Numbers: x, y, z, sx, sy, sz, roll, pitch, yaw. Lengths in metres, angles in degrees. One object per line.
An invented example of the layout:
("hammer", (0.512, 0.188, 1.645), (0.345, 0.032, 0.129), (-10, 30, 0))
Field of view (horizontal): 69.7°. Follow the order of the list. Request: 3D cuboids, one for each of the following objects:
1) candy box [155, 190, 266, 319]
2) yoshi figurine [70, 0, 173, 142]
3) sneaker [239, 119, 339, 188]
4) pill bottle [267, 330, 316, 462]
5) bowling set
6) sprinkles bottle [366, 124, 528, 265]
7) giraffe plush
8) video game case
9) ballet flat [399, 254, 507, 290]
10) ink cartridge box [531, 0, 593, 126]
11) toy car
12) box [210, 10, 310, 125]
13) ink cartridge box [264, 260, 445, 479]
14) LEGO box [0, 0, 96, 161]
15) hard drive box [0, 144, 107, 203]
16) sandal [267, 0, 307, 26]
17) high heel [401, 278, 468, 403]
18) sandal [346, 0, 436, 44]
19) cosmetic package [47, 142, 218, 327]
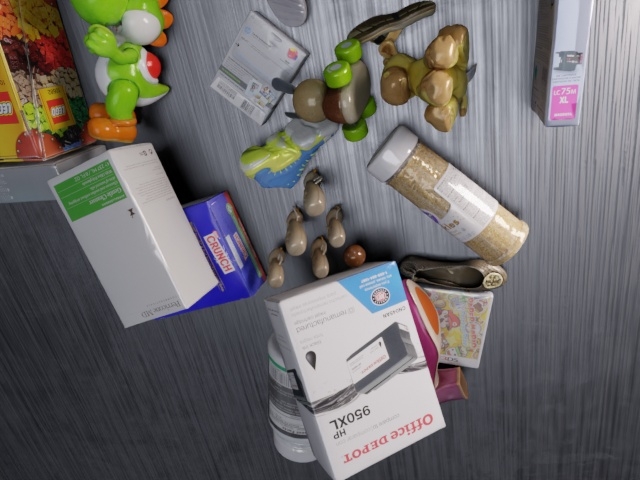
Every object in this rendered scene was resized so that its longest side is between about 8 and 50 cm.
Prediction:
("candy box", (-0.341, 0.043, 1.199), (0.316, 0.122, 0.269), (-14, 109, 21))
("yoshi figurine", (-0.451, -0.407, 0.972), (0.203, 0.203, 0.363), (26, 116, 8))
("sneaker", (-0.059, -0.196, 1.049), (0.239, 0.091, 0.126), (-22, 142, 9))
("pill bottle", (-0.044, 0.414, 1.260), (0.204, 0.204, 0.362), (9, 117, 10))
("bowling set", (0.000, 0.000, 1.104), (0.199, 0.154, 0.287), (23, 119, -19))
("sprinkles bottle", (0.270, -0.094, 0.981), (0.355, 0.121, 0.121), (37, 118, -5))
("giraffe plush", (0.187, -0.312, 0.877), (0.170, 0.210, 0.182), (13, 115, 27))
("video game case", (0.315, 0.219, 1.176), (0.206, 0.026, 0.227), (6, 116, 11))
("ballet flat", (0.313, 0.082, 1.092), (0.249, 0.058, 0.084), (8, 117, 10))
("ink cartridge box", (0.407, -0.366, 0.777), (0.065, 0.186, 0.312), (-1, 115, 18))
("toy car", (0.000, -0.295, 0.934), (0.188, 0.149, 0.155), (2, 141, 25))
("box", (-0.134, -0.369, 0.995), (0.145, 0.038, 0.186), (36, 119, -5))
("ink cartridge box", (0.076, 0.275, 1.041), (0.285, 0.166, 0.396), (-18, 92, -18))
("LEGO box", (-0.846, -0.382, 1.077), (0.499, 0.193, 0.373), (1, 115, 13))
("hard drive box", (-0.677, -0.168, 1.148), (0.231, 0.181, 0.089), (-2, 115, 16))
("sandal", (-0.093, -0.551, 0.883), (0.101, 0.076, 0.265), (1, 137, 29))
("high heel", (0.222, 0.271, 1.144), (0.181, 0.127, 0.378), (-18, 107, 26))
("sandal", (0.138, -0.412, 0.897), (0.180, 0.072, 0.049), (-14, 133, 15))
("cosmetic package", (-0.414, -0.011, 1.045), (0.196, 0.155, 0.366), (-20, 101, 20))
